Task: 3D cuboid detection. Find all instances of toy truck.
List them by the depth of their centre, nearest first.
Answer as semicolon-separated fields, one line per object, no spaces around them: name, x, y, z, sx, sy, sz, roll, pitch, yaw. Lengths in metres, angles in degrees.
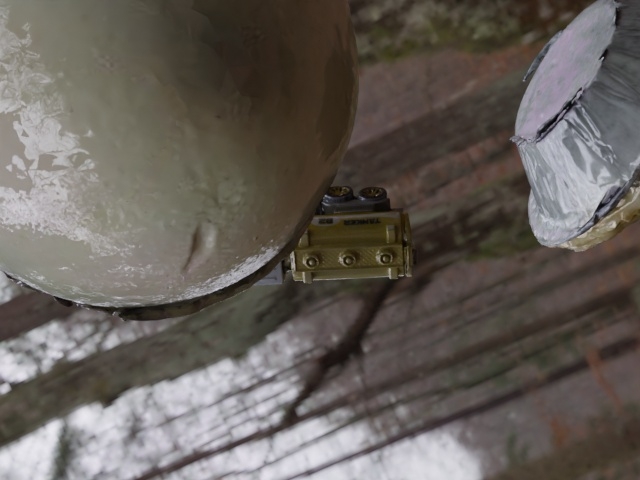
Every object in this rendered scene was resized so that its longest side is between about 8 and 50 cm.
toy truck;0.000;0.000;0.822;0.063;0.123;0.052;-86;-8;-63

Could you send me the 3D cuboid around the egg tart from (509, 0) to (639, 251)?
egg tart;0.209;-0.103;0.921;0.094;0.234;0.234;30;-156;-10

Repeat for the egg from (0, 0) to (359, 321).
egg;-0.083;-0.109;0.648;0.264;0.174;0.286;-2;-99;-28
